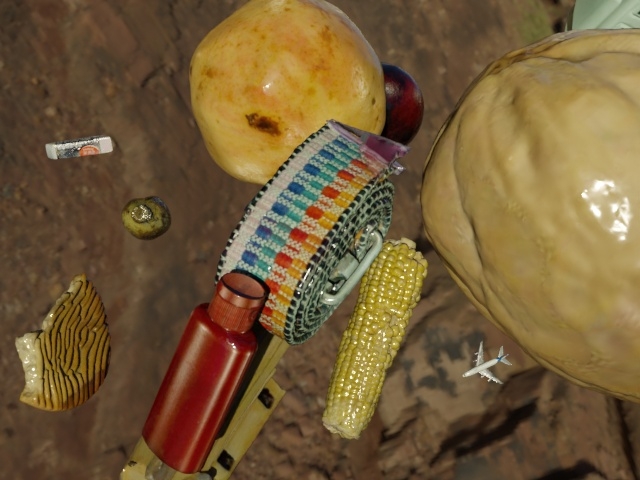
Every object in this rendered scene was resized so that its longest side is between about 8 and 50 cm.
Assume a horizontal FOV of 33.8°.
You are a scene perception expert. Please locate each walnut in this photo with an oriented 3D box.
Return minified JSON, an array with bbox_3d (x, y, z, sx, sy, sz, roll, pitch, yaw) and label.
[{"bbox_3d":[0.279,-0.030,1.017,0.381,0.381,0.381,47,28,-35],"label":"walnut"}]

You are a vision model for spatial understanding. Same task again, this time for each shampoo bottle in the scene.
[{"bbox_3d":[-0.142,0.162,1.312,0.102,0.260,0.064,38,27,28],"label":"shampoo bottle"}]

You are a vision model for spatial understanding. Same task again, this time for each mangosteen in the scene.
[{"bbox_3d":[0.106,-0.243,2.234,0.235,0.235,0.261,28,56,-55],"label":"mangosteen"}]

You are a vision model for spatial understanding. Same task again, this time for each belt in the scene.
[{"bbox_3d":[0.000,0.000,1.418,0.295,0.160,0.207,-51,160,-25],"label":"belt"}]

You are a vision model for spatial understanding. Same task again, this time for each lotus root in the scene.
[{"bbox_3d":[-0.322,-0.039,1.957,0.179,0.089,0.081,154,-69,-82],"label":"lotus root"}]

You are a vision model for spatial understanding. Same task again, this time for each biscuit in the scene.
[{"bbox_3d":[-0.368,0.143,1.530,0.176,0.031,0.229,33,46,-52],"label":"biscuit"}]

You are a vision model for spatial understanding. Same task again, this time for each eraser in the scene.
[{"bbox_3d":[-0.364,-0.140,1.588,0.019,0.099,0.027,-112,-166,-67],"label":"eraser"}]

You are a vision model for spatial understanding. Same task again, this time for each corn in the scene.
[{"bbox_3d":[0.075,0.127,1.428,0.086,0.086,0.288,37,67,-47],"label":"corn"}]

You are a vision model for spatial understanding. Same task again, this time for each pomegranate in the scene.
[{"bbox_3d":[-0.066,-0.247,1.724,0.342,0.342,0.342,47,28,-35],"label":"pomegranate"}]

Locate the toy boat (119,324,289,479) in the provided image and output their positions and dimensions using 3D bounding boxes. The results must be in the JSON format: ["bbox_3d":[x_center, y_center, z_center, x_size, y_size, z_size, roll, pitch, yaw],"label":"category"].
[{"bbox_3d":[-0.135,0.246,1.589,0.162,0.136,0.445,51,57,-30],"label":"toy boat"}]

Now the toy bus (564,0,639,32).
[{"bbox_3d":[0.428,-0.295,1.332,0.164,0.271,0.133,16,69,-10],"label":"toy bus"}]

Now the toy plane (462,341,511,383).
[{"bbox_3d":[0.277,0.209,1.763,0.078,0.084,0.024,65,4,11],"label":"toy plane"}]
